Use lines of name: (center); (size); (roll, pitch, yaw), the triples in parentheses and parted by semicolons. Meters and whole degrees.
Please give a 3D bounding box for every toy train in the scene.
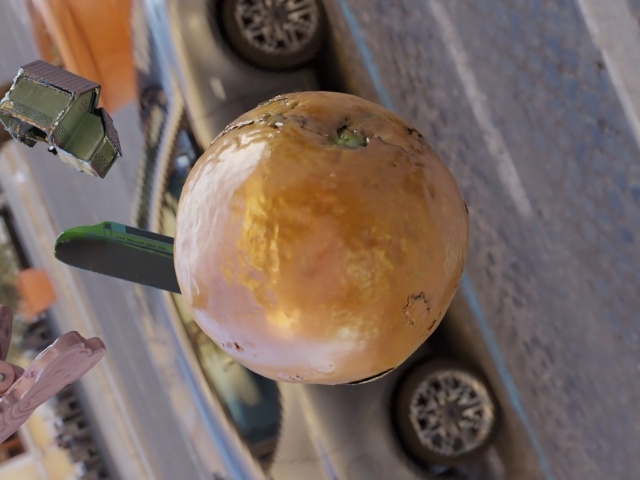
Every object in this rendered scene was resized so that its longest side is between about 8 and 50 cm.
toy train: (-0.155, 0.018, 1.302); (0.042, 0.209, 0.044); (-101, 30, -58)

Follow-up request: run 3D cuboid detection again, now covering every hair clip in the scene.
hair clip: (-0.257, 0.131, 1.154); (0.123, 0.102, 0.138); (82, -158, -75)

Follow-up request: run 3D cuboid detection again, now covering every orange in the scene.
orange: (0.000, 0.000, 1.112); (0.246, 0.246, 0.246); (58, 162, 32)

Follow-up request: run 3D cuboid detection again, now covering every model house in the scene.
model house: (-0.186, -0.092, 0.983); (0.083, 0.058, 0.057); (22, 160, 22)
